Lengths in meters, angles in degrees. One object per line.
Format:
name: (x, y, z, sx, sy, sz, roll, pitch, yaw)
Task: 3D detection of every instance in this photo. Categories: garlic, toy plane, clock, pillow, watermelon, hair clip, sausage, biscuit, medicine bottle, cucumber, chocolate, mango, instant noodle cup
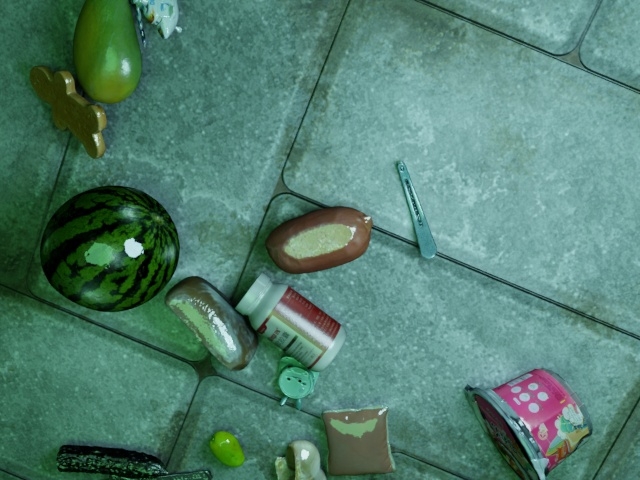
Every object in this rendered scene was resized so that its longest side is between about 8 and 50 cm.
garlic: (-0.047, 0.584, 1.556, 0.124, 0.099, 0.174, -6, 100, -9)
toy plane: (-0.366, -0.579, 1.370, 0.182, 0.107, 0.273, -35, 66, 49)
clock: (-0.059, 0.347, 1.534, 0.101, 0.041, 0.135, 12, 102, 3)
pillow: (0.092, 0.490, 1.532, 0.171, 0.075, 0.179, -6, 101, 6)
watermelon: (-0.461, 0.016, 1.386, 0.285, 0.285, 0.285, 1, 101, 5)
hair clip: (0.215, -0.070, 1.427, 0.039, 0.070, 0.229, -20, 92, 12)
sausage: (0.000, 0.000, 1.415, 0.254, 0.148, 0.148, -19, 99, 6)
biscuit: (-0.570, -0.309, 1.416, 0.250, 0.036, 0.165, 41, 136, 14)
medicine bottle: (-0.069, 0.191, 1.458, 0.250, 0.131, 0.131, 36, 102, -3)
cucumber: (-0.534, 0.572, 1.607, 0.300, 0.072, 0.072, 3, 101, 4)
chocolate: (-0.234, 0.180, 1.454, 0.080, 0.157, 0.254, -40, 96, 15)
mango: (-0.235, 0.530, 1.578, 0.073, 0.056, 0.108, -38, 99, 16)
instant noodle cup: (0.486, 0.405, 1.408, 0.182, 0.258, 0.302, -29, 55, -7)
mango: (-0.472, -0.429, 1.371, 0.156, 0.114, 0.251, 8, 110, 28)

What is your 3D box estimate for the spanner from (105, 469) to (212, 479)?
spanner: (-0.443, 0.633, 1.633, 0.325, 0.026, 0.093, -7, 101, 5)
